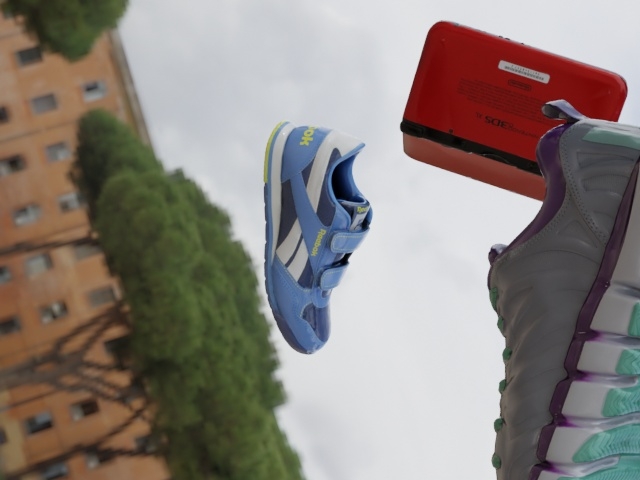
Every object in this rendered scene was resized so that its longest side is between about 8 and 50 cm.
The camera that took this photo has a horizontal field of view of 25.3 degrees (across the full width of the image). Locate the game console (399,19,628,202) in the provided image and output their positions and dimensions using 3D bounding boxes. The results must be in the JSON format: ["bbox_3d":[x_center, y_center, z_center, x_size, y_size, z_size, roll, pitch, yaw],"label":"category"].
[{"bbox_3d":[0.136,-0.087,1.024,0.085,0.144,0.124,-51,159,-69],"label":"game console"}]

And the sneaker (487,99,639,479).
[{"bbox_3d":[0.106,0.055,0.611,0.098,0.083,0.223,28,-75,46],"label":"sneaker"}]

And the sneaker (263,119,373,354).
[{"bbox_3d":[0.000,0.000,0.859,0.053,0.059,0.144,-35,125,-69],"label":"sneaker"}]
